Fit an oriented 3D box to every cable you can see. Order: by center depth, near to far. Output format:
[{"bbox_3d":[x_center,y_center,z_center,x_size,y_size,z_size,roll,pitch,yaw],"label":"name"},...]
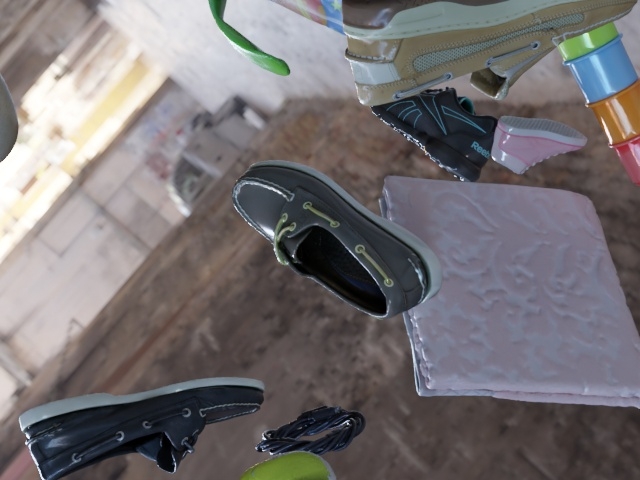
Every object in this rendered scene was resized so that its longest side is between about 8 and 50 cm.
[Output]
[{"bbox_3d":[-0.016,0.327,2.108,0.150,0.184,0.047,-147,44,-71],"label":"cable"}]

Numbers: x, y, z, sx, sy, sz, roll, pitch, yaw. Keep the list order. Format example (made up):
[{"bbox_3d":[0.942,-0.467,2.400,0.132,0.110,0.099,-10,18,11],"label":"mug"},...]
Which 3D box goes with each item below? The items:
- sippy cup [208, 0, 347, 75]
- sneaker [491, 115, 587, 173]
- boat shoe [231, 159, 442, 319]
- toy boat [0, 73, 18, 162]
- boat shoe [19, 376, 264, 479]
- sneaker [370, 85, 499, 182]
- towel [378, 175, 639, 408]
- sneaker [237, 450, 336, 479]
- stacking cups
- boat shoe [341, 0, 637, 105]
[{"bbox_3d":[0.029,-0.337,1.424,0.224,0.305,0.240,35,-148,16],"label":"sippy cup"},{"bbox_3d":[0.287,-0.123,1.694,0.134,0.070,0.051,5,-151,-23],"label":"sneaker"},{"bbox_3d":[0.000,-0.004,1.523,0.305,0.091,0.109,30,132,28],"label":"boat shoe"},{"bbox_3d":[-0.477,-0.081,1.522,0.148,0.267,0.318,-112,6,-65],"label":"toy boat"},{"bbox_3d":[-0.225,0.259,1.701,0.340,0.127,0.113,-3,-112,-31],"label":"boat shoe"},{"bbox_3d":[0.174,-0.182,1.910,0.101,0.106,0.267,27,-169,-45],"label":"sneaker"},{"bbox_3d":[0.247,0.063,1.630,0.317,0.053,0.332,4,-129,-17],"label":"towel"},{"bbox_3d":[-0.094,0.286,1.191,0.126,0.240,0.091,96,152,-47],"label":"sneaker"},{"bbox_3d":[0.362,-0.221,1.638,0.316,0.096,0.096,61,176,-12],"label":"stacking cups"},{"bbox_3d":[0.098,-0.115,0.710,0.068,0.190,0.072,-145,46,-60],"label":"boat shoe"}]
